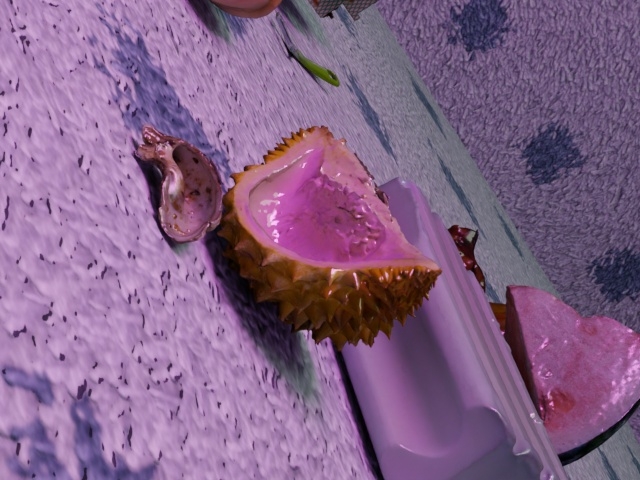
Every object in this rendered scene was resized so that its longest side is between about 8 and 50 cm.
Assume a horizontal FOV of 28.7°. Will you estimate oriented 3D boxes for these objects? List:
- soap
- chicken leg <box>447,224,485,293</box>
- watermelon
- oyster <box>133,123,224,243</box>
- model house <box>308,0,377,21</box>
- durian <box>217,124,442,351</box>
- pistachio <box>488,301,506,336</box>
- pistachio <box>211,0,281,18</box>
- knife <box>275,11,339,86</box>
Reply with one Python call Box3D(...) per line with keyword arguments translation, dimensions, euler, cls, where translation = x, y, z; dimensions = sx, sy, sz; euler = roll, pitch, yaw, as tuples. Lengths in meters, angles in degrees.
Box3D(translation=(0.101, 0.104, 1.130), dimensions=(0.208, 0.115, 0.347), euler=(50, 15, -43), cls="soap")
Box3D(translation=(0.157, 0.110, 1.382), dimensions=(0.093, 0.113, 0.304), euler=(12, 46, -34), cls="chicken leg")
Box3D(translation=(0.260, 0.153, 1.341), dimensions=(0.207, 0.136, 0.202), euler=(145, -51, -64), cls="watermelon")
Box3D(translation=(-0.105, -0.032, 0.858), dimensions=(0.080, 0.038, 0.083), euler=(33, 46, -7), cls="oyster")
Box3D(translation=(0.002, -0.423, 1.823), dimensions=(0.271, 0.178, 0.206), euler=(57, 6, -28), cls="model house")
Box3D(translation=(0.001, 0.002, 0.939), dimensions=(0.182, 0.132, 0.165), euler=(51, -2, 13), cls="durian")
Box3D(translation=(0.222, 0.143, 1.511), dimensions=(0.165, 0.130, 0.210), euler=(46, 10, -40), cls="pistachio")
Box3D(translation=(-0.107, -0.340, 1.307), dimensions=(0.229, 0.157, 0.157), euler=(57, 11, 13), cls="pistachio")
Box3D(translation=(-0.018, -0.252, 1.714), dimensions=(0.166, 0.022, 0.078), euler=(36, 33, -59), cls="knife")
